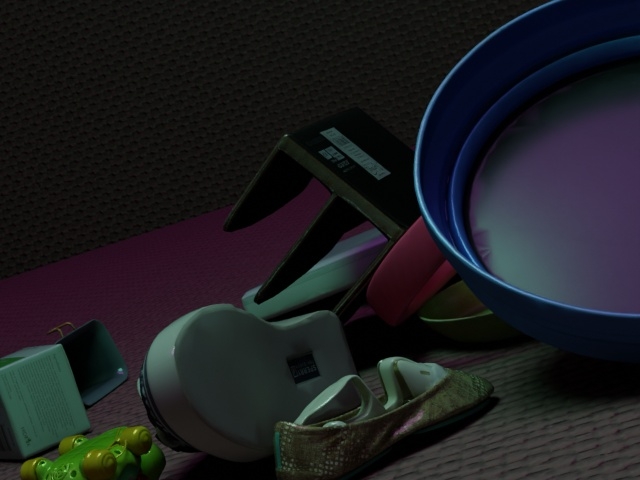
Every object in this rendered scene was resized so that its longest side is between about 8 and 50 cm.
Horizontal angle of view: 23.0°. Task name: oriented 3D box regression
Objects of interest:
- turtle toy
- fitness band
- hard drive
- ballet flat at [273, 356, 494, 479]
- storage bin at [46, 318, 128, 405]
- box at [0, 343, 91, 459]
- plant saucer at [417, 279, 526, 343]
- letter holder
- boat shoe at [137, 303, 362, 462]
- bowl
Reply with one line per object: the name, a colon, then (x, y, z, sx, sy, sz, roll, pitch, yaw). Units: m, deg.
turtle toy: (-0.178, 0.193, 1.304, 0.095, 0.066, 0.130, -12, 9, 34)
fitness band: (0.151, -0.036, 1.473, 0.291, 0.054, 0.209, -46, -6, -10)
hard drive: (0.095, 0.003, 1.953, 0.353, 0.047, 0.233, -23, 3, 41)
ballet flat: (0.049, 0.128, 1.205, 0.206, 0.067, 0.073, -23, 7, -36)
storage bin: (-0.310, 0.156, 1.878, 0.091, 0.098, 0.135, -27, 4, 20)
box: (-0.317, 0.173, 1.686, 0.087, 0.102, 0.101, -21, 6, -35)
plant saucer: (0.212, 0.049, 1.512, 0.241, 0.037, 0.241, -18, 7, 2)
letter holder: (0.000, 0.000, 1.645, 0.214, 0.152, 0.302, -53, -5, 16)
boat shoe: (-0.093, 0.131, 1.281, 0.158, 0.127, 0.340, -22, -11, 20)
bowl: (0.271, -0.063, 1.256, 0.391, 0.077, 0.391, -9, 45, 9)
